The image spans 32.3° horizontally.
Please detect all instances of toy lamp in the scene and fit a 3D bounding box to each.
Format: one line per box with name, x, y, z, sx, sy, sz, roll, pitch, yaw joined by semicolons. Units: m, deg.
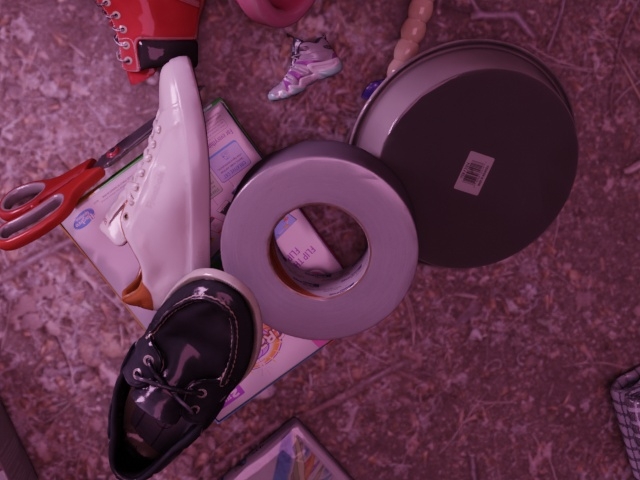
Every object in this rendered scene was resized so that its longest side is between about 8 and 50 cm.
toy lamp;0.125;-0.288;1.296;0.080;0.080;0.274;15;99;-9

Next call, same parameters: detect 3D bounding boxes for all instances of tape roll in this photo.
tape roll;0.000;0.000;1.246;0.219;0.072;0.219;1;110;3

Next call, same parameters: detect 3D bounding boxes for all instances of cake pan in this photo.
cake pan;0.177;-0.089;1.308;0.293;0.054;0.293;-6;117;-12

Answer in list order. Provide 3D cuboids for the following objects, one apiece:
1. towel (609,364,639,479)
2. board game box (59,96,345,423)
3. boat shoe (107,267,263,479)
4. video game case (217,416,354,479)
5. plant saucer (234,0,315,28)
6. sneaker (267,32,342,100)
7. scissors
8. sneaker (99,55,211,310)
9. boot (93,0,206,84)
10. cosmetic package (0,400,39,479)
towel;0.538;0.246;1.417;0.284;0.121;0.235;-21;103;-2
board game box;-0.122;0.026;1.332;0.242;0.064;0.316;-35;102;1
boat shoe;-0.168;0.166;1.239;0.127;0.113;0.340;35;134;-4
video game case;-0.040;0.441;1.432;0.300;0.036;0.329;-40;102;2
plant saucer;-0.044;-0.391;1.148;0.084;0.332;0.332;14;99;15
sneaker;-0.030;-0.212;1.316;0.098;0.038;0.069;-29;101;-10
scissors;-0.250;-0.083;1.284;0.297;0.109;0.021;-29;127;-2
sneaker;-0.183;-0.057;1.222;0.123;0.106;0.290;-1;102;-8
boot;-0.251;-0.272;1.256;0.244;0.088;0.176;9;101;-11
cosmetic package;-0.444;0.228;1.316;0.127;0.107;0.238;-23;105;1
